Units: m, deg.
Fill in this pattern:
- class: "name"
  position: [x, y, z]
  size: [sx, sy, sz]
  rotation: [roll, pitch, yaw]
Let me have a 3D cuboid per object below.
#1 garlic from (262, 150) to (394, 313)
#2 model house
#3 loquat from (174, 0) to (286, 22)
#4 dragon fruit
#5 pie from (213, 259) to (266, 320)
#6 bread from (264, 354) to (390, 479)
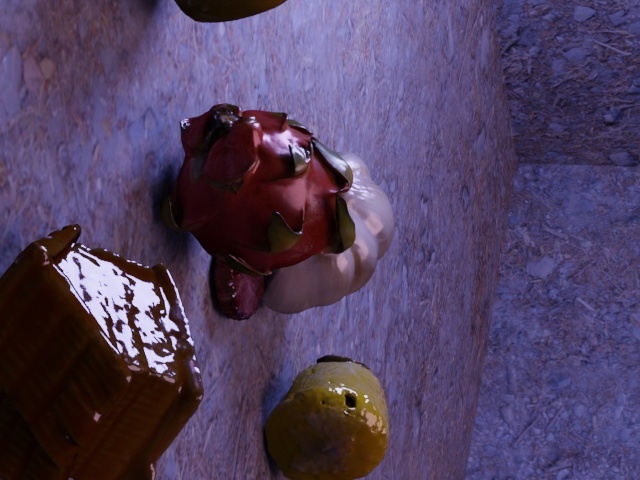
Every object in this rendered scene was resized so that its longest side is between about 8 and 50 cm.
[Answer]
- class: "garlic"
  position: [0.016, 0.000, 1.938]
  size: [0.203, 0.184, 0.281]
  rotation: [118, -17, -55]
- class: "model house"
  position: [-0.244, 0.116, 1.197]
  size: [0.229, 0.199, 0.219]
  rotation: [31, 19, -43]
- class: "loquat"
  position: [-0.082, -0.371, 1.478]
  size: [0.246, 0.213, 0.213]
  rotation: [-39, 147, -10]
- class: "dragon fruit"
  position: [-0.076, -0.064, 1.580]
  size: [0.227, 0.224, 0.224]
  rotation: [34, 60, -63]
- class: "pie"
  position: [-0.111, 0.039, 1.779]
  size: [0.154, 0.036, 0.154]
  rotation: [3, 90, -72]
- class: "bread"
  position: [0.014, 0.288, 2.004]
  size: [0.170, 0.197, 0.197]
  rotation: [-78, 164, -65]
